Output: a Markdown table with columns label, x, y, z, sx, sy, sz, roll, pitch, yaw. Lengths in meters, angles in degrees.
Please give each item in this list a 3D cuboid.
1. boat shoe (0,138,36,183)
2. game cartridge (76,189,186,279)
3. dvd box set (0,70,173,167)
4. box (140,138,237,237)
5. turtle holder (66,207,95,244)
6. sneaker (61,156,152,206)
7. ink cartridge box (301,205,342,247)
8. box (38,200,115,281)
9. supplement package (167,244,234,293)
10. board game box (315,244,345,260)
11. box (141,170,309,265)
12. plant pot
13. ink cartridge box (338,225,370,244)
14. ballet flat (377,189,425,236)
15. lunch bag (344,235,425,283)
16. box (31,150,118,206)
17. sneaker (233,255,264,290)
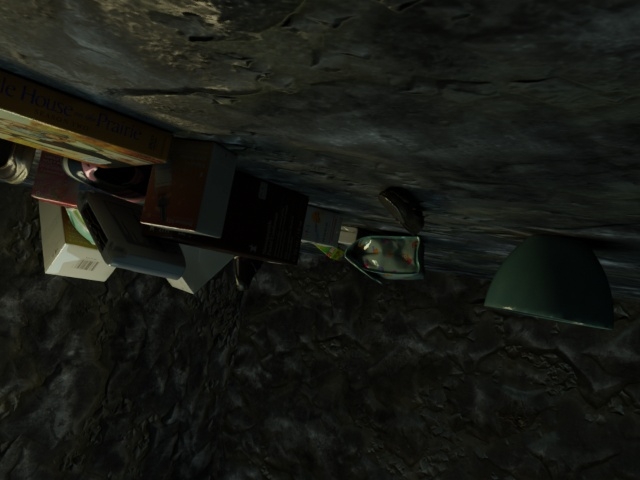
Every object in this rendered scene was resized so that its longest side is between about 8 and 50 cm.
| label | x | y | z | sx | sy | sz | roll | pitch | yaw |
| --- | --- | --- | --- | --- | --- | --- | --- | --- | --- |
| boat shoe | -0.742 | -0.203 | 1.167 | 0.356 | 0.132 | 0.130 | 5 | 173 | 43 |
| game cartridge | -0.431 | -0.013 | 1.212 | 0.196 | 0.060 | 0.294 | 14 | -159 | -44 |
| dvd box set | -0.518 | -0.216 | 0.911 | 0.308 | 0.062 | 0.421 | 6 | 173 | 46 |
| box | -0.251 | -0.100 | 1.008 | 0.130 | 0.170 | 0.091 | 8 | 175 | 21 |
| turtle holder | -0.705 | -0.120 | 1.727 | 0.227 | 0.243 | 0.320 | 35 | -160 | -41 |
| sneaker | -0.461 | -0.147 | 1.299 | 0.131 | 0.112 | 0.319 | 11 | 177 | 38 |
| ink cartridge box | -0.009 | -0.041 | 1.552 | 0.182 | 0.104 | 0.062 | 12 | 176 | -24 |
| box | -0.862 | -0.049 | 1.887 | 0.215 | 0.345 | 0.168 | 16 | 129 | -46 |
| supplement package | -0.438 | 0.001 | 1.681 | 0.145 | 0.204 | 0.261 | 9 | 135 | 48 |
| board game box | 0.000 | 0.000 | 1.916 | 0.181 | 0.043 | 0.092 | 39 | -173 | 21 |
| box | -0.213 | -0.064 | 1.264 | 0.143 | 0.191 | 0.382 | 5 | 173 | 45 |
| plant pot | 0.567 | 0.094 | 1.285 | 0.291 | 0.195 | 0.290 | 11 | 175 | 1 |
| ink cartridge box | 0.105 | -0.011 | 1.899 | 0.109 | 0.063 | 0.150 | 9 | 175 | 23 |
| ballet flat | 0.187 | -0.067 | 1.151 | 0.084 | 0.058 | 0.250 | 48 | -173 | 26 |
| lunch bag | 0.225 | 0.066 | 1.824 | 0.263 | 0.160 | 0.223 | -2 | 171 | 14 |
| box | -0.606 | -0.147 | 1.443 | 0.300 | 0.142 | 0.154 | 13 | 174 | -19 |
| sneaker | -0.177 | 0.030 | 1.637 | 0.163 | 0.281 | 0.106 | 0 | 141 | 3 |
